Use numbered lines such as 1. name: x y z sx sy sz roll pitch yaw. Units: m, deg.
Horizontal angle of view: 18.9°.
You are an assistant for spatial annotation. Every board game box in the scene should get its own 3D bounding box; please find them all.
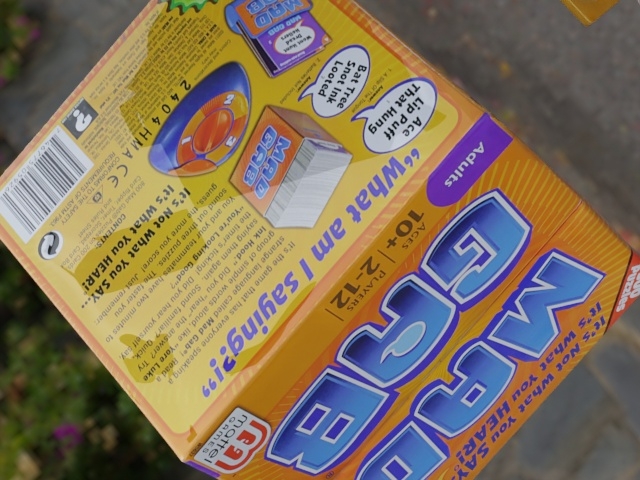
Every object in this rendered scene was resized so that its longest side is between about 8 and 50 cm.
1. board game box: 0.000 0.000 1.681 0.356 0.356 0.356 45 -174 38

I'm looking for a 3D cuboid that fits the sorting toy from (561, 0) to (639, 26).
1. sorting toy: 0.327 -0.294 1.800 0.196 0.347 0.047 58 150 10
